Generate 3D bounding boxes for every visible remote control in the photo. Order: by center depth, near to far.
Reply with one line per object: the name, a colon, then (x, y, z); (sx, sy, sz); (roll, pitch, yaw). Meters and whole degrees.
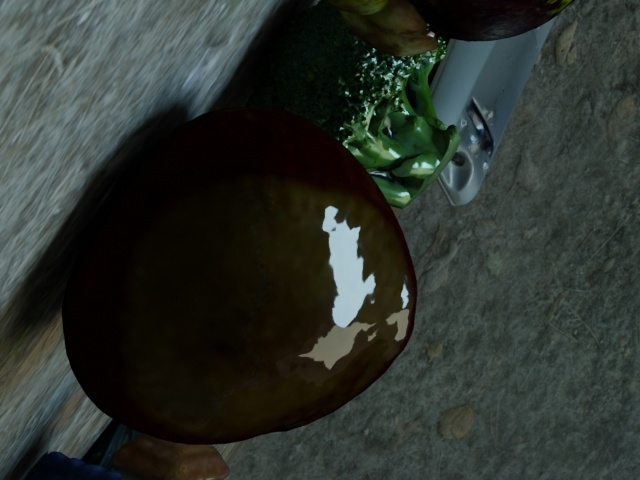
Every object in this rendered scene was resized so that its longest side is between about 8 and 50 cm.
remote control: (0.163, -0.182, 1.318); (0.313, 0.055, 0.109); (-66, 148, -23)

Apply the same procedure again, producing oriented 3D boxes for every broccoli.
broccoli: (0.023, -0.097, 1.166); (0.195, 0.156, 0.195); (-47, 175, -5)

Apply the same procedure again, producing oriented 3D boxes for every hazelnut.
hazelnut: (-0.062, 0.027, 1.036); (0.229, 0.229, 0.229); (-55, 174, -8)

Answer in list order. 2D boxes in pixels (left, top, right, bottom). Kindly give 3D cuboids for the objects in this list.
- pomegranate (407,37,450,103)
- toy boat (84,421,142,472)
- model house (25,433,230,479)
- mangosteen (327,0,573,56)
pomegranate: (0.050, -0.125, 1.348); (0.148, 0.148, 0.169); (-54, -179, -18)
toy boat: (-0.217, 0.255, 1.575); (0.093, 0.103, 0.246); (91, 17, -55)
model house: (-0.214, 0.288, 1.278); (0.295, 0.251, 0.329); (-5, 109, -53)
mangosteen: (0.052, -0.195, 0.871); (0.217, 0.192, 0.192); (-17, 171, -2)
